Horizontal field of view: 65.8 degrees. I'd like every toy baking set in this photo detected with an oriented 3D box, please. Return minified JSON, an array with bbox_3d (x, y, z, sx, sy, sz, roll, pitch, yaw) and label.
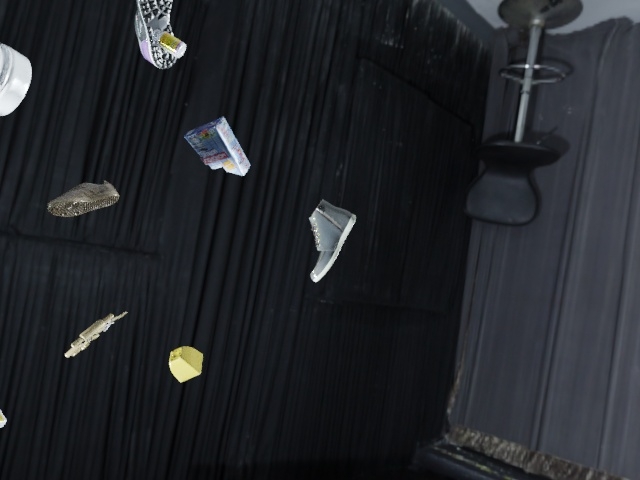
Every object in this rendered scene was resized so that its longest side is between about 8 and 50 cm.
[{"bbox_3d":[-0.809,0.325,1.786,0.030,0.256,0.197,48,151,-3],"label":"toy baking set"}]

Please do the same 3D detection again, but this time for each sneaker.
[{"bbox_3d":[-0.657,-0.118,1.356,0.188,0.066,0.071,-18,-118,-45],"label":"sneaker"},{"bbox_3d":[0.000,0.000,1.408,0.118,0.222,0.083,28,172,-4],"label":"sneaker"},{"bbox_3d":[-0.491,-0.643,1.398,0.124,0.283,0.107,33,-138,31],"label":"sneaker"}]

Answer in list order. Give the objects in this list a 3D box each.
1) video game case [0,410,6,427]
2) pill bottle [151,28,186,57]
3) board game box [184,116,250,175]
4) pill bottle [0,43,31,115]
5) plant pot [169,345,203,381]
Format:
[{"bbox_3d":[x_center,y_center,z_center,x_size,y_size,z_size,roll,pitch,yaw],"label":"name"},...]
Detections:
[{"bbox_3d":[-0.861,0.351,1.117,0.227,0.026,0.206,39,-173,25],"label":"video game case"},{"bbox_3d":[-0.405,-0.527,1.317,0.083,0.043,0.043,32,175,-4],"label":"pill bottle"},{"bbox_3d":[-0.333,-0.292,1.632,0.194,0.060,0.194,-8,131,41],"label":"board game box"},{"bbox_3d":[-0.704,-0.353,0.902,0.161,0.161,0.283,8,171,29],"label":"pill bottle"},{"bbox_3d":[-0.436,0.385,1.579,0.081,0.082,0.083,-25,125,12],"label":"plant pot"}]
